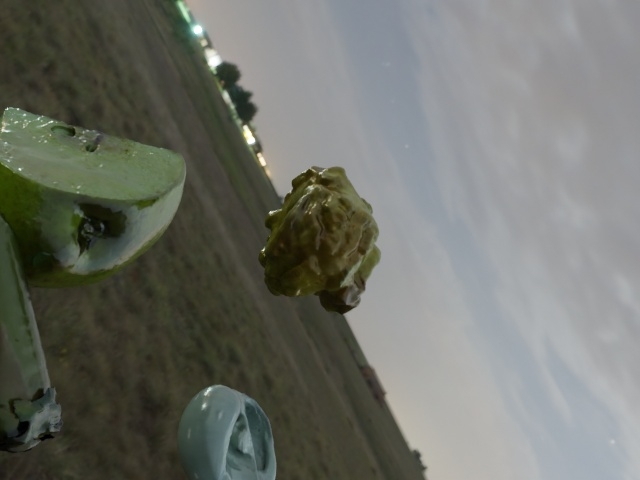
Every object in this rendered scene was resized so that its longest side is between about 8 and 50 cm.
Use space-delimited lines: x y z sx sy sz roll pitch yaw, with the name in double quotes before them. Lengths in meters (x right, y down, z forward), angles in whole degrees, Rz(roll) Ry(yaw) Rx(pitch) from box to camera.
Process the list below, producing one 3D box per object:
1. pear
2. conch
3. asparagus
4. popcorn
"pear" -0.326 -0.031 0.984 0.282 0.286 0.176 -116 -138 -62
"conch" -0.153 0.342 1.264 0.121 0.185 0.221 -3 -60 44
"asparagus" -0.371 0.037 0.801 0.108 0.128 0.382 -14 93 -57
"popcorn" 0.005 0.000 1.003 0.197 0.155 0.197 -163 -90 -79
